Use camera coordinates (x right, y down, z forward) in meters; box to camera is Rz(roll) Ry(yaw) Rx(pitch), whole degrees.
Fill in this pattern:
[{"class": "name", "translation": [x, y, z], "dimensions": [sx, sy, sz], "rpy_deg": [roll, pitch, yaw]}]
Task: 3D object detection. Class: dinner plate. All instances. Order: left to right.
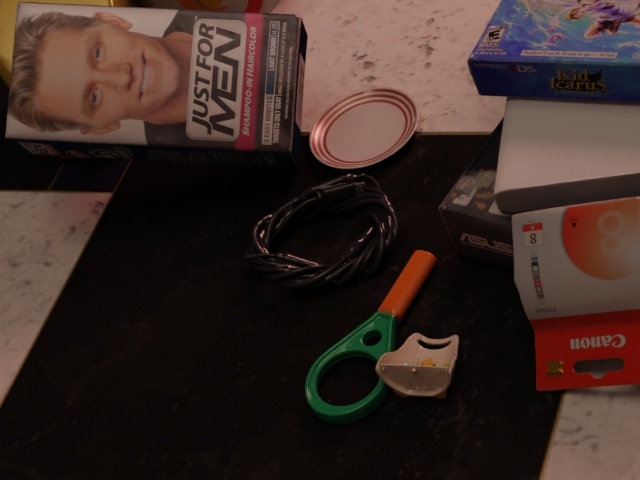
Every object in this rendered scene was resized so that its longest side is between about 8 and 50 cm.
[{"class": "dinner plate", "translation": [0.055, -0.135, 1.946], "dimensions": [0.141, 0.017, 0.141], "rpy_deg": [-13, 43, 13]}]

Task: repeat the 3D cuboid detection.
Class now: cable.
[{"class": "cable", "translation": [0.000, 0.000, 1.827], "dimensions": [0.184, 0.047, 0.150], "rpy_deg": [-20, 48, 2]}]

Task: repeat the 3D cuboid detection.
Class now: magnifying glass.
[{"class": "magnifying glass", "translation": [0.062, 0.102, 1.709], "dimensions": [0.092, 0.026, 0.231], "rpy_deg": [12, 56, 34]}]

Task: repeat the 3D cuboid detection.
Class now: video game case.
[{"class": "video game case", "translation": [0.327, -0.252, 1.709], "dimensions": [0.269, 0.061, 0.244], "rpy_deg": [6, 49, 33]}]

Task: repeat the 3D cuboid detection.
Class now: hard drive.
[{"class": "hard drive", "translation": [0.301, -0.160, 1.703], "dimensions": [0.203, 0.040, 0.307], "rpy_deg": [-7, 45, 21]}]

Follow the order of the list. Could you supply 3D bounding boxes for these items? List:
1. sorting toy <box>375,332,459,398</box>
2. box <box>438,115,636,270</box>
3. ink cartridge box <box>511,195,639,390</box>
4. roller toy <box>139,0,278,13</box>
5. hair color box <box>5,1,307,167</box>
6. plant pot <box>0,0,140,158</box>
[{"class": "sorting toy", "translation": [0.111, 0.124, 1.652], "dimensions": [0.083, 0.045, 0.075], "rpy_deg": [1, 42, 25]}, {"class": "box", "translation": [0.371, -0.078, 1.686], "dimensions": [0.395, 0.097, 0.318], "rpy_deg": [16, 59, 37]}, {"class": "ink cartridge box", "translation": [0.261, 0.054, 1.563], "dimensions": [0.145, 0.045, 0.179], "rpy_deg": [-8, 76, 36]}, {"class": "roller toy", "translation": [-0.148, -0.376, 2.136], "dimensions": [0.209, 0.191, 0.146], "rpy_deg": [4, 64, 1]}, {"class": "hair color box", "translation": [-0.196, -0.187, 1.928], "dimensions": [0.347, 0.105, 0.174], "rpy_deg": [3, 83, 5]}, {"class": "plant pot", "translation": [-0.328, -0.238, 2.100], "dimensions": [0.212, 0.212, 0.187], "rpy_deg": [-24, 56, 1]}]
